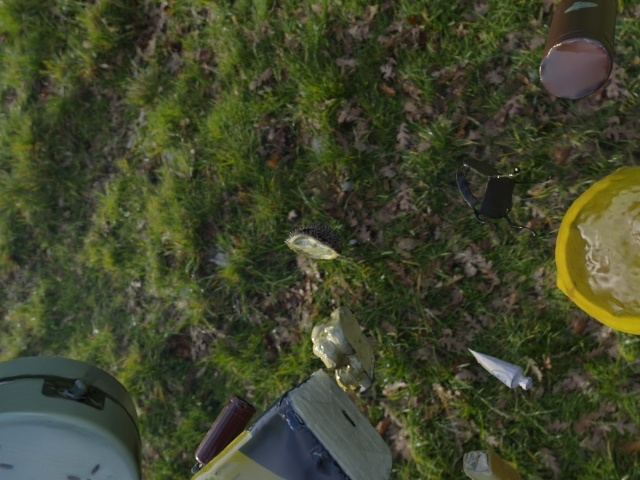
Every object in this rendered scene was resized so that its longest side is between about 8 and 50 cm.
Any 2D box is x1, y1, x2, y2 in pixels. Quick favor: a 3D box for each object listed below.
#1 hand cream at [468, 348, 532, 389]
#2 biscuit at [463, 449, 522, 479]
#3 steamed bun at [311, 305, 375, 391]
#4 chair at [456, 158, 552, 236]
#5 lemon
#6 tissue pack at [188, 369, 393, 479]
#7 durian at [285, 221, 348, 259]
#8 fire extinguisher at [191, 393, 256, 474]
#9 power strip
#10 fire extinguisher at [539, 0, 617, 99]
[{"bbox_3d":[0.412,0.297,1.059,0.142,0.084,0.053,20,69,45],"label":"hand cream"},{"bbox_3d":[0.325,0.441,0.862,0.056,0.188,0.052,-19,41,31],"label":"biscuit"},{"bbox_3d":[0.050,0.255,1.112,0.106,0.192,0.177,-26,112,16],"label":"steamed bun"},{"bbox_3d":[0.434,-0.121,1.137,0.213,0.175,0.148,-134,54,-60],"label":"chair"},{"bbox_3d":[0.452,0.016,0.641,0.234,0.288,0.233,-11,64,24],"label":"lemon"},{"bbox_3d":[-0.093,0.515,0.983,0.416,0.253,0.264,-44,78,14],"label":"tissue pack"},{"bbox_3d":[0.000,-0.002,0.986,0.140,0.110,0.070,15,71,15],"label":"durian"},{"bbox_3d":[-0.307,0.622,1.433,0.105,0.104,0.268,21,71,35],"label":"fire extinguisher"},{"bbox_3d":[-0.446,0.351,0.709,0.161,0.358,0.356,-140,56,-61],"label":"power strip"},{"bbox_3d":[0.499,-0.411,0.895,0.136,0.337,0.114,32,143,0],"label":"fire extinguisher"}]
